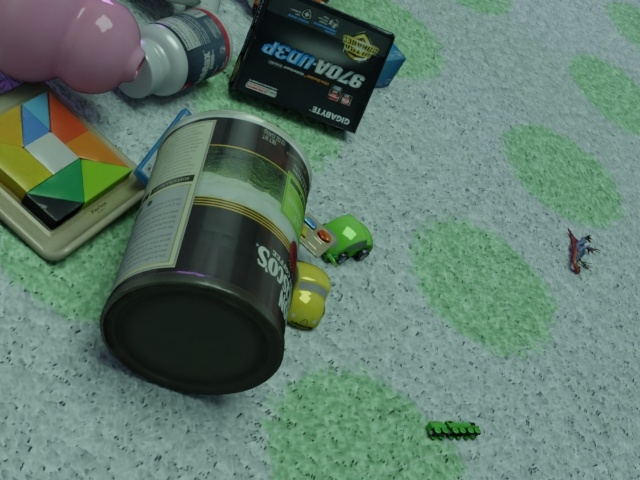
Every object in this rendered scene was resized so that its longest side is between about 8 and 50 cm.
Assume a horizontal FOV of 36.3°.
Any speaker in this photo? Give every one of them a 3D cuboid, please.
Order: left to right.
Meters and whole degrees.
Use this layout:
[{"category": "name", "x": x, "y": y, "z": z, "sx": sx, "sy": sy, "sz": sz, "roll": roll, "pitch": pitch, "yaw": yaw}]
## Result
[{"category": "speaker", "x": -0.195, "y": -0.398, "z": 1.632, "sx": 0.055, "sy": 0.055, "sz": 0.136, "roll": 21, "pitch": 41, "yaw": -17}]

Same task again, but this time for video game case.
[{"category": "video game case", "x": -0.180, "y": -0.097, "z": 1.345, "sx": 0.119, "sy": 0.015, "sz": 0.166, "roll": 47, "pitch": 37, "yaw": -18}]

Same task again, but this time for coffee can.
[{"category": "coffee can", "x": -0.125, "y": 0.010, "z": 1.145, "sx": 0.201, "sy": 0.201, "sz": 0.275, "roll": 23, "pitch": 46, "yaw": -15}]

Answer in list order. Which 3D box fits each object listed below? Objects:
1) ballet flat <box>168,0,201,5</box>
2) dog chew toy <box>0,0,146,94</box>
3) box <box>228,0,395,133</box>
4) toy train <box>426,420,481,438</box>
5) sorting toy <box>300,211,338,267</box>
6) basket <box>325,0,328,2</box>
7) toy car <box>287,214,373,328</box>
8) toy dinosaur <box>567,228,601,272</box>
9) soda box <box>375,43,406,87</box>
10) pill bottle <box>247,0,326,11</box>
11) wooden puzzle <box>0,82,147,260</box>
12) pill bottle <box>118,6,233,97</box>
[{"category": "ballet flat", "x": -0.318, "y": -0.501, "z": 1.610, "sx": 0.139, "sy": 0.139, "sz": 0.400, "roll": -4, "pitch": 50, "yaw": -38}, {"category": "dog chew toy", "x": -0.386, "y": -0.303, "z": 1.276, "sx": 0.332, "sy": 0.206, "sz": 0.207, "roll": 27, "pitch": 40, "yaw": -5}, {"category": "box", "x": -0.014, "y": -0.290, "z": 1.559, "sx": 0.220, "sy": 0.175, "sz": 0.051, "roll": 19, "pitch": 13, "yaw": -20}, {"category": "toy train", "x": 0.175, "y": 0.248, "z": 1.284, "sx": 0.083, "sy": 0.017, "sz": 0.024, "roll": 6, "pitch": 37, "yaw": -31}, {"category": "sorting toy", "x": 0.000, "y": 0.000, "z": 1.318, "sx": 0.083, "sy": 0.012, "sz": 0.062, "roll": 43, "pitch": 39, "yaw": 5}, {"category": "basket", "x": -0.005, "y": -0.652, "z": 1.888, "sx": 0.213, "sy": 0.223, "sz": 0.299, "roll": 27, "pitch": 41, "yaw": -11}, {"category": "toy car", "x": -0.004, "y": -0.001, "z": 1.369, "sx": 0.225, "sy": 0.053, "sz": 0.239, "roll": -11, "pitch": 61, "yaw": -43}, {"category": "toy dinosaur", "x": 0.447, "y": 0.024, "z": 1.698, "sx": 0.090, "sy": 0.047, "sz": 0.082, "roll": 22, "pitch": 37, "yaw": 39}, {"category": "soda box", "x": 0.049, "y": -0.307, "z": 1.701, "sx": 0.210, "sy": 0.071, "sz": 0.067, "roll": -16, "pitch": 62, "yaw": -44}, {"category": "pill bottle", "x": -0.072, "y": -0.424, "z": 1.721, "sx": 0.152, "sy": 0.086, "sz": 0.086, "roll": 37, "pitch": 39, "yaw": 3}, {"category": "wooden puzzle", "x": -0.349, "y": -0.103, "z": 1.239, "sx": 0.238, "sy": 0.044, "sz": 0.221, "roll": 38, "pitch": 40, "yaw": 4}, {"category": "pill bottle", "x": -0.222, "y": -0.274, "z": 1.449, "sx": 0.108, "sy": 0.108, "sz": 0.180, "roll": 43, "pitch": 41, "yaw": 9}]
